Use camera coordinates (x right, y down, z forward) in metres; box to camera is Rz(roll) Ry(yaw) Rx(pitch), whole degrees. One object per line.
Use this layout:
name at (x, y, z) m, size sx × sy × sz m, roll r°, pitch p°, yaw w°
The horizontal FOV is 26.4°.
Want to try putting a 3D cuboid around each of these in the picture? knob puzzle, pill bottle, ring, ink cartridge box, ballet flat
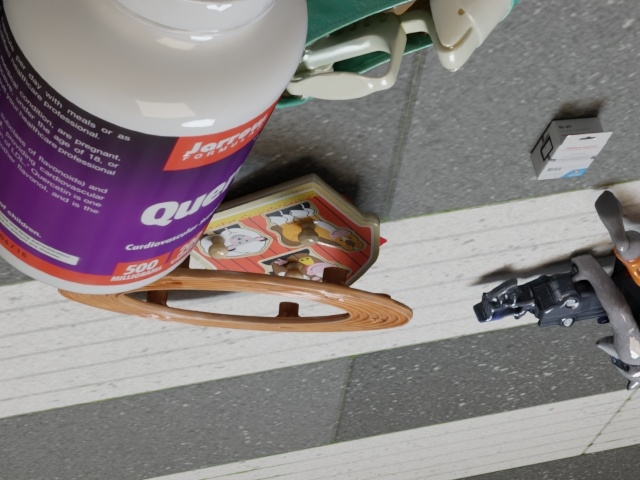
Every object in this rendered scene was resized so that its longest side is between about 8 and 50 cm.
knob puzzle at (-0.028, 0.015, 1.305) m, size 0.213 × 0.030 × 0.213 m, roll -1°, pitch 150°, yaw -1°
pill bottle at (-0.120, -0.105, 0.863) m, size 0.181 × 0.181 × 0.323 m, roll -2°, pitch 155°, yaw -22°
ring at (-0.079, 0.051, 1.303) m, size 0.337 × 0.032 × 0.336 m, roll 5°, pitch 169°, yaw 1°
ink cartridge box at (0.233, -0.090, 1.270) m, size 0.048 × 0.028 × 0.083 m, roll -6°, pitch 156°, yaw -15°
ballet flat at (0.060, -0.150, 0.971) m, size 0.247 × 0.087 × 0.083 m, roll -18°, pitch 156°, yaw 11°

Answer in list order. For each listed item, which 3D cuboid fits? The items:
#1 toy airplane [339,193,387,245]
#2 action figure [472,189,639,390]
toy airplane at (0.000, 0.000, 1.353) m, size 0.151 × 0.028 × 0.151 m, roll -10°, pitch 158°, yaw -4°
action figure at (0.355, 0.072, 1.526) m, size 0.341 × 0.178 × 0.330 m, roll -14°, pitch 147°, yaw -3°
